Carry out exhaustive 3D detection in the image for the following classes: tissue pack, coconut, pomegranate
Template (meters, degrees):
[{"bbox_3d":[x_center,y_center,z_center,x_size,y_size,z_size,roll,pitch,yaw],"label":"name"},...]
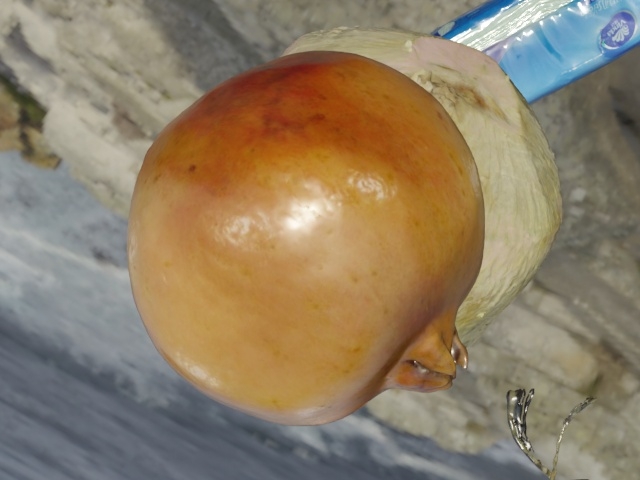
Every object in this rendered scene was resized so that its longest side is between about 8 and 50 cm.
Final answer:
[{"bbox_3d":[0.271,-0.257,1.520,0.146,0.263,0.198,62,-173,-6],"label":"tissue pack"},{"bbox_3d":[0.060,-0.045,0.995,0.297,0.297,0.255,28,118,1],"label":"coconut"},{"bbox_3d":[-0.005,-0.004,0.659,0.209,0.209,0.209,23,154,12],"label":"pomegranate"}]

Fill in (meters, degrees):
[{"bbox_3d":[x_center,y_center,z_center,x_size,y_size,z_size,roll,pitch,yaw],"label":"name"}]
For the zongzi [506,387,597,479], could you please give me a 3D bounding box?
[{"bbox_3d":[0.230,0.429,1.243,0.418,0.181,0.447,-46,77,25],"label":"zongzi"}]
